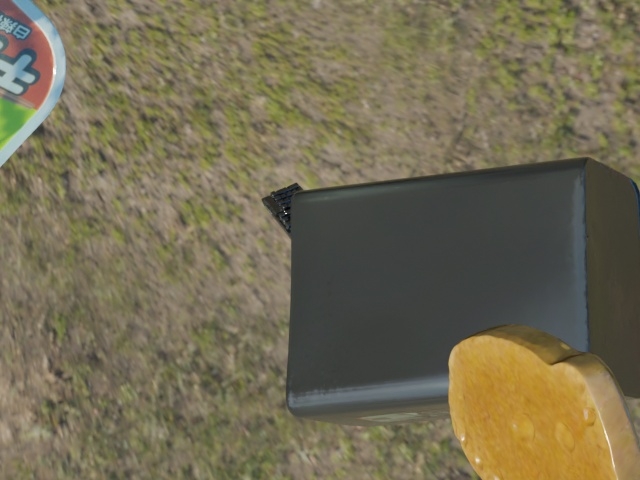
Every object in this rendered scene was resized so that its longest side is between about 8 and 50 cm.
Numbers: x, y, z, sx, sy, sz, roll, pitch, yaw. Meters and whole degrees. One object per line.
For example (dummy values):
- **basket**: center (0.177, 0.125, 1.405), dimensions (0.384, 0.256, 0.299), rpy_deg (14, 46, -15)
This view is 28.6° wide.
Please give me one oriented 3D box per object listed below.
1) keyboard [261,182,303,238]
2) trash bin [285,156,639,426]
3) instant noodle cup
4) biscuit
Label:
- **keyboard**: center (0.000, -0.001, 1.833), dimensions (0.072, 0.231, 0.023), rpy_deg (-25, 146, -21)
- **trash bin**: center (0.099, 0.038, 0.859), dimensions (0.115, 0.225, 0.165), rpy_deg (19, 67, -51)
- **instant noodle cup**: center (-0.501, -0.242, 1.500), dimensions (0.294, 0.308, 0.293), rpy_deg (-18, 124, -29)
- **biscuit**: center (0.103, 0.097, 0.575), dimensions (0.023, 0.140, 0.118), rpy_deg (-15, 107, -22)
